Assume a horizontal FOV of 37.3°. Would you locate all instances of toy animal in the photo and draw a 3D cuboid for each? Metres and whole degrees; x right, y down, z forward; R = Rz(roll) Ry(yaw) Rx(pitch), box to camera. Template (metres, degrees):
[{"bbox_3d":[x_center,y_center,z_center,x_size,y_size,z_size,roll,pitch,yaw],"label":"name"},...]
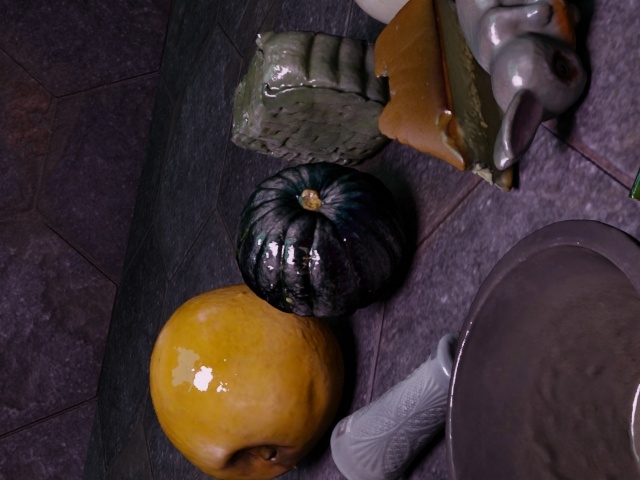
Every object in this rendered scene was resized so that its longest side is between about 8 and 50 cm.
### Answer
[{"bbox_3d":[0.208,-0.181,0.965,0.125,0.127,0.251,-13,63,23],"label":"toy animal"}]

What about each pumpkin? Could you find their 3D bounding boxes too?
[{"bbox_3d":[0.000,0.000,1.213,0.162,0.220,0.220,76,-178,-45],"label":"pumpkin"}]

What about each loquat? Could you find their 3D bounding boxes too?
[{"bbox_3d":[-0.105,0.182,1.298,0.275,0.275,0.275,-168,90,-67],"label":"loquat"}]

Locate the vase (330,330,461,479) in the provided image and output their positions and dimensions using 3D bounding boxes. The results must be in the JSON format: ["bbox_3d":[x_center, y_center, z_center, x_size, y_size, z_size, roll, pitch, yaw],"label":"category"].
[{"bbox_3d":[0.104,0.185,1.039,0.219,0.096,0.096,-52,34,41],"label":"vase"}]

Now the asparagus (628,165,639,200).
[{"bbox_3d":[0.303,-0.111,0.821,0.016,0.016,0.163,-61,-10,-75],"label":"asparagus"}]

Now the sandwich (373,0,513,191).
[{"bbox_3d":[0.144,-0.152,1.074,0.128,0.122,0.236,-41,42,52],"label":"sandwich"}]

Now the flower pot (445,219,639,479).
[{"bbox_3d":[0.223,0.127,0.694,0.269,0.166,0.269,-171,90,-67],"label":"flower pot"}]

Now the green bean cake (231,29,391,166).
[{"bbox_3d":[-0.004,-0.194,1.313,0.227,0.222,0.125,141,137,-61],"label":"green bean cake"}]

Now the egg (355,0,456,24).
[{"bbox_3d":[0.115,-0.352,1.157,0.217,0.183,0.183,-7,71,50],"label":"egg"}]
